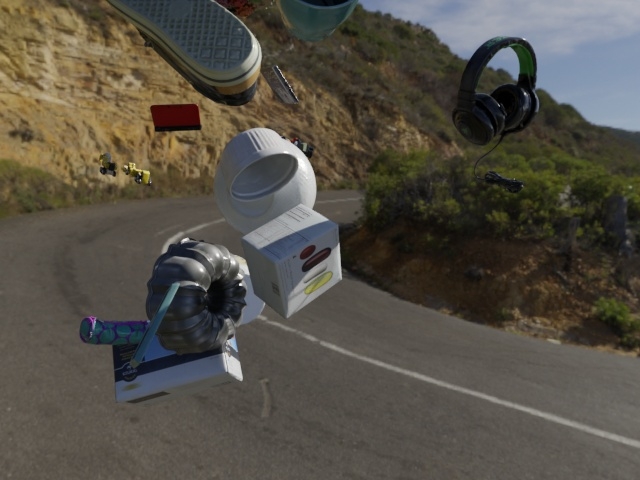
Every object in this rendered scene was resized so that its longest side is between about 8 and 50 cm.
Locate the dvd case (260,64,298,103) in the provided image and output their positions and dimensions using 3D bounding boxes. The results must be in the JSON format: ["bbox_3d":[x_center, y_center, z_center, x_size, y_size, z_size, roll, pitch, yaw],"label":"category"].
[{"bbox_3d":[-0.171,-0.627,1.890,0.018,0.165,0.221,-39,26,-8],"label":"dvd case"}]

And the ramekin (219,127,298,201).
[{"bbox_3d":[-0.173,-0.209,1.268,0.207,0.109,0.207,-26,-20,-10],"label":"ramekin"}]

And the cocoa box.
[{"bbox_3d":[-0.459,0.377,1.523,0.346,0.228,0.231,-15,-23,-3],"label":"cocoa box"}]

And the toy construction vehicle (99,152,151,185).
[{"bbox_3d":[-0.375,-0.140,0.897,0.085,0.035,0.098,9,16,-37],"label":"toy construction vehicle"}]

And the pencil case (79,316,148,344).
[{"bbox_3d":[-0.524,0.230,1.188,0.151,0.070,0.064,14,20,-48],"label":"pencil case"}]

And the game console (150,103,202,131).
[{"bbox_3d":[-0.454,-0.391,1.482,0.143,0.085,0.124,-4,20,-10],"label":"game console"}]

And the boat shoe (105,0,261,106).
[{"bbox_3d":[-0.298,-0.458,0.955,0.500,0.186,0.156,47,-11,15],"label":"boat shoe"}]

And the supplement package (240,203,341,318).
[{"bbox_3d":[-0.069,0.051,1.214,0.203,0.194,0.149,-33,45,-29],"label":"supplement package"}]

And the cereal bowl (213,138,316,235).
[{"bbox_3d":[-0.192,-0.159,1.473,0.338,0.340,0.141,5,15,15],"label":"cereal bowl"}]

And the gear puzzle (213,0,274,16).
[{"bbox_3d":[-0.275,-0.961,1.899,0.338,0.044,0.175,-12,-2,5],"label":"gear puzzle"}]

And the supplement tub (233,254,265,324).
[{"bbox_3d":[-0.353,0.193,1.871,0.235,0.236,0.324,0,9,-20],"label":"supplement tub"}]

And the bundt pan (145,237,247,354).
[{"bbox_3d":[-0.317,0.155,1.297,0.124,0.332,0.330,-1,5,27],"label":"bundt pan"}]

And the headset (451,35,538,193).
[{"bbox_3d":[0.484,-0.325,1.239,0.243,0.395,0.185,-22,37,-23],"label":"headset"}]

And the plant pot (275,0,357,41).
[{"bbox_3d":[-0.015,-0.708,1.320,0.271,0.272,0.255,1,-6,-8],"label":"plant pot"}]

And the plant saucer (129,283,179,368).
[{"bbox_3d":[-0.360,0.181,1.015,0.018,0.192,0.067,31,-35,-17],"label":"plant saucer"}]

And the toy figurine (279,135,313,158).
[{"bbox_3d":[-0.134,-0.320,1.914,0.148,0.210,0.213,14,12,-15],"label":"toy figurine"}]
